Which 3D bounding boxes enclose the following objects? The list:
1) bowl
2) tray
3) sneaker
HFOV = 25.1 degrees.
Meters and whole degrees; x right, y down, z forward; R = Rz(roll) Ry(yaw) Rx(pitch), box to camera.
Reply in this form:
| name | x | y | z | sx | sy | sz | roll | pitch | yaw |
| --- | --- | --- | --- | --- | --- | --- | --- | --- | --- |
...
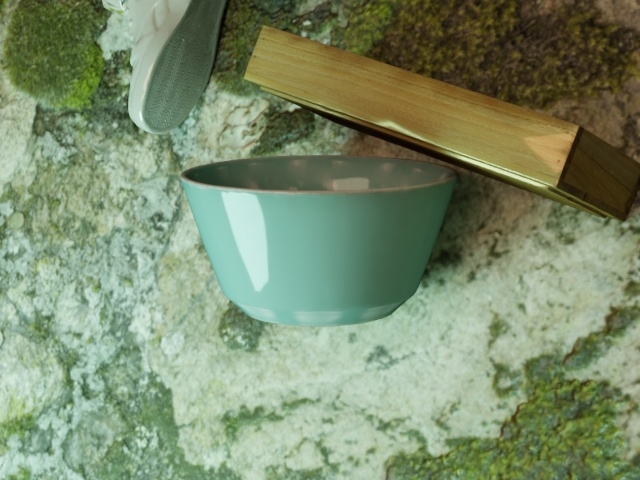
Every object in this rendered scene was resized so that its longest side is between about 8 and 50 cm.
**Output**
| name | x | y | z | sx | sy | sz | roll | pitch | yaw |
| --- | --- | --- | --- | --- | --- | --- | --- | --- | --- |
| bowl | 0.000 | 0.000 | 1.627 | 0.311 | 0.311 | 0.163 | 5 | 101 | 32 |
| tray | 0.134 | -0.130 | 1.600 | 0.411 | 0.203 | 0.076 | 24 | 93 | 33 |
| sneaker | -0.227 | -0.283 | 1.920 | 0.169 | 0.108 | 0.292 | 9 | 74 | 34 |
